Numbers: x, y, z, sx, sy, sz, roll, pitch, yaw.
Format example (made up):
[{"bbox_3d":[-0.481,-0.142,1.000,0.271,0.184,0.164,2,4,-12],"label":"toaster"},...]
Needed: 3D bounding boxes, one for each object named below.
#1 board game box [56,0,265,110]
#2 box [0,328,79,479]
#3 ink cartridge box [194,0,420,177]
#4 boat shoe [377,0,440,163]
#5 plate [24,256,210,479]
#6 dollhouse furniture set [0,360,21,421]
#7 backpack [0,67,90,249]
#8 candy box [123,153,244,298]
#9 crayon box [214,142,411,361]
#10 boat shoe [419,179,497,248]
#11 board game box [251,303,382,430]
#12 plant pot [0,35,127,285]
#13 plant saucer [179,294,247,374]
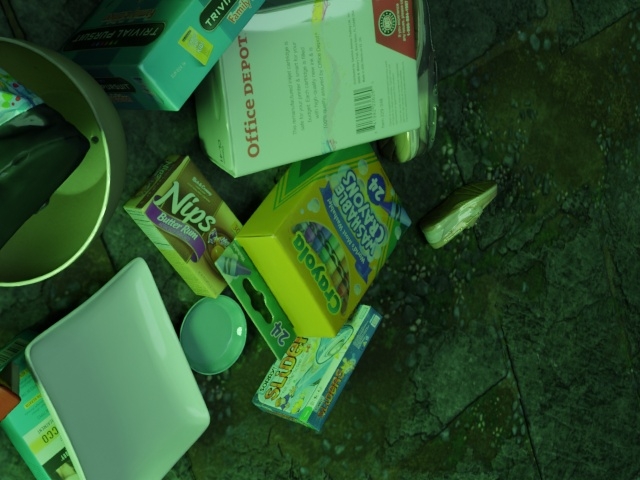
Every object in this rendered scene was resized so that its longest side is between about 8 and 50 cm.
[{"bbox_3d":[-0.175,-0.314,1.476,0.079,0.253,0.336,49,65,-32],"label":"board game box"},{"bbox_3d":[-0.356,0.245,1.525,0.100,0.060,0.244,-41,119,-29],"label":"box"},{"bbox_3d":[-0.022,-0.243,1.636,0.306,0.131,0.226,-15,116,-23],"label":"ink cartridge box"},{"bbox_3d":[0.145,-0.270,1.855,0.092,0.102,0.285,-14,109,-43],"label":"boat shoe"},{"bbox_3d":[-0.272,0.200,1.543,0.278,0.045,0.277,-46,120,-55],"label":"plate"},{"bbox_3d":[-0.528,0.142,1.244,0.201,0.152,0.374,-44,120,5],"label":"dollhouse furniture set"},{"bbox_3d":[-0.468,-0.134,1.170,0.355,0.273,0.290,43,81,11],"label":"backpack"},{"bbox_3d":[-0.182,-0.020,1.640,0.109,0.053,0.187,-52,126,-24],"label":"candy box"},{"bbox_3d":[0.000,0.000,1.734,0.323,0.083,0.203,-54,126,-36],"label":"crayon box"},{"bbox_3d":[0.243,-0.045,1.991,0.170,0.063,0.059,-33,119,-22],"label":"boat shoe"},{"bbox_3d":[-0.006,0.182,1.761,0.035,0.136,0.201,43,68,-36],"label":"board game box"},{"bbox_3d":[-0.347,-0.105,1.382,0.191,0.284,0.284,-41,128,-72],"label":"plant pot"},{"bbox_3d":[-0.162,0.137,1.698,0.119,0.021,0.119,-7,101,-39],"label":"plant saucer"}]
